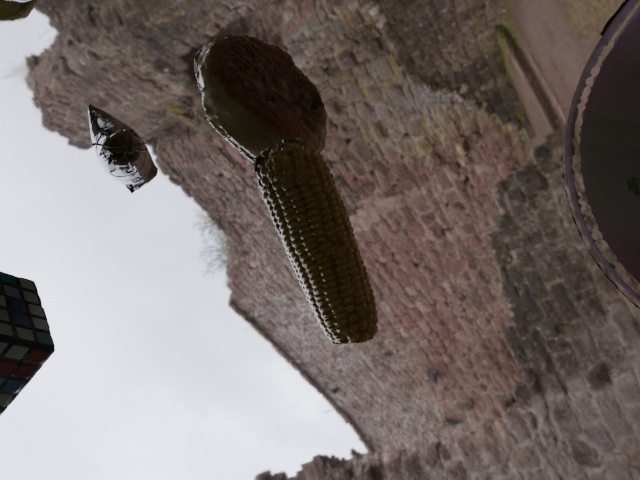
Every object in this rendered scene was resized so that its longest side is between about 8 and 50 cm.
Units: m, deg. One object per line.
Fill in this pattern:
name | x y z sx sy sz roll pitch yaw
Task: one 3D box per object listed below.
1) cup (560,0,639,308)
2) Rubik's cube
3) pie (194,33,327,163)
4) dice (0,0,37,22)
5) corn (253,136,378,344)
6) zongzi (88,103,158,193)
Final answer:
cup | 0.338 -0.060 0.354 0.274 0.253 0.253 -3 -115 -40
Rubik's cube | -0.576 0.160 0.902 0.187 0.182 0.184 31 -167 -49
pie | -0.103 -0.283 1.115 0.315 0.092 0.315 24 -130 -33
dice | -0.552 -0.433 0.776 0.238 0.227 0.233 -44 -36 -59
corn | 0.000 0.000 0.781 0.305 0.106 0.106 67 -162 8
zongzi | -0.473 -0.239 1.230 0.241 0.111 0.248 52 169 -1
